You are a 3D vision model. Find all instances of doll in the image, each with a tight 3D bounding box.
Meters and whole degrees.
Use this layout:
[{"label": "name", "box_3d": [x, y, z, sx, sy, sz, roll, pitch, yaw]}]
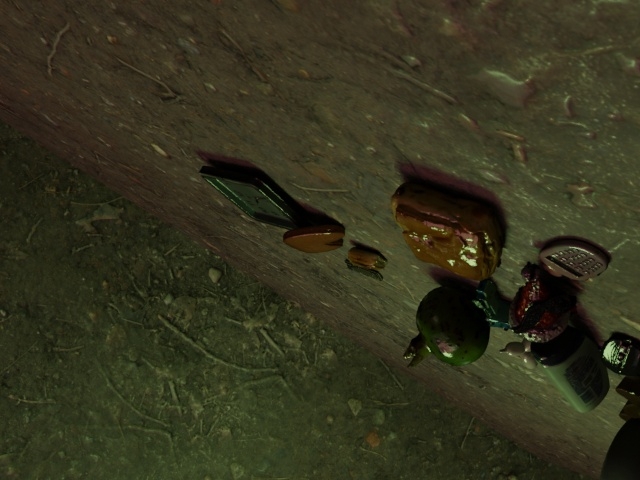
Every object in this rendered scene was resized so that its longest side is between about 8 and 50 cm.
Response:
[{"label": "doll", "box_3d": [0.499, 0.225, 1.655, 0.160, 0.161, 0.059, 27, -150, -31]}]

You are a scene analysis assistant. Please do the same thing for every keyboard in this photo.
[{"label": "keyboard", "box_3d": [0.132, 0.092, 2.154, 0.129, 0.015, 0.049, 21, 164, 34]}]

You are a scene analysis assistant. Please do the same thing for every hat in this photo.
[{"label": "hat", "box_3d": [0.439, 0.112, 1.395, 0.140, 0.129, 0.227, -8, 145, 15]}]

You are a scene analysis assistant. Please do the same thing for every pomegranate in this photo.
[{"label": "pomegranate", "box_3d": [0.319, 0.233, 1.806, 0.211, 0.263, 0.211, 57, -177, -5]}]

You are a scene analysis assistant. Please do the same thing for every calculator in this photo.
[{"label": "calculator", "box_3d": [0.453, 0.036, 1.267, 0.103, 0.024, 0.166, 30, 164, -2]}]

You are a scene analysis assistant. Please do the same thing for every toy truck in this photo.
[{"label": "toy truck", "box_3d": [0.424, 0.151, 1.669, 0.081, 0.067, 0.175, 13, 155, 36]}]

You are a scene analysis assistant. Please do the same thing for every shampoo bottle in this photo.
[{"label": "shampoo bottle", "box_3d": [0.597, 0.290, 1.648, 0.359, 0.134, 0.078, 45, 180, -45]}]

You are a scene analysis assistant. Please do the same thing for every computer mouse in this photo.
[{"label": "computer mouse", "box_3d": [0.667, 0.261, 1.554, 0.099, 0.057, 0.172, 25, 162, 27]}]

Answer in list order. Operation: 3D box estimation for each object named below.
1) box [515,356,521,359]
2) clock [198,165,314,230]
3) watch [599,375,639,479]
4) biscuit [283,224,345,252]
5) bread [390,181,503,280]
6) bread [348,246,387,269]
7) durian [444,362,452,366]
[{"label": "box", "box_3d": [0.600, 0.341, 2.082, 0.046, 0.012, 0.083, 25, 165, 19]}, {"label": "clock", "box_3d": [-0.176, -0.118, 1.964, 0.278, 0.049, 0.273, 16, 162, 45]}, {"label": "watch", "box_3d": [0.809, 0.542, 1.696, 0.314, 0.327, 0.335, 15, 159, 47]}, {"label": "biscuit", "box_3d": [0.000, 0.001, 1.948, 0.186, 0.036, 0.192, -8, 164, 24]}, {"label": "bread", "box_3d": [0.249, -0.009, 1.368, 0.210, 0.099, 0.235, 22, 164, 30]}, {"label": "bread", "box_3d": [0.126, 0.053, 1.950, 0.106, 0.053, 0.072, 12, 162, 38]}, {"label": "durian", "box_3d": [0.394, 0.271, 2.044, 0.172, 0.166, 0.306, 57, 178, 35]}]
